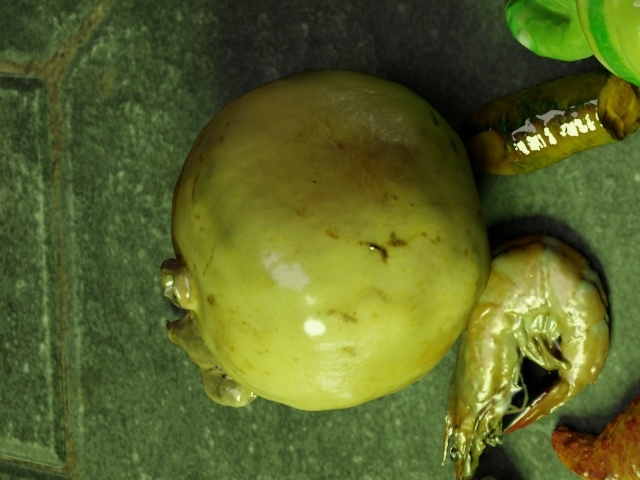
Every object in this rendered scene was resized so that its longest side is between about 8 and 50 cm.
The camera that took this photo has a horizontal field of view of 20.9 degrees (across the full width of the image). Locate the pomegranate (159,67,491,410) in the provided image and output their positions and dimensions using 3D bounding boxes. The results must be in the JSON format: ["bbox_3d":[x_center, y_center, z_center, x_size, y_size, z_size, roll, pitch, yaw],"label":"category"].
[{"bbox_3d":[0.000,0.000,1.682,0.333,0.332,0.332,8,105,33],"label":"pomegranate"}]

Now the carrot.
[{"bbox_3d":[0.219,-0.111,1.652,0.173,0.082,0.082,-14,92,36],"label":"carrot"}]

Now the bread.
[{"bbox_3d":[0.326,0.203,1.642,0.269,0.095,0.139,-33,74,38],"label":"bread"}]

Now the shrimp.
[{"bbox_3d":[0.203,0.133,1.735,0.152,0.063,0.287,18,109,18],"label":"shrimp"}]

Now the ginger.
[{"bbox_3d":[-0.080,0.108,1.915,0.214,0.059,0.133,-27,89,37],"label":"ginger"}]

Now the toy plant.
[{"bbox_3d":[0.247,-0.250,1.522,0.316,0.185,0.224,30,135,56],"label":"toy plant"}]

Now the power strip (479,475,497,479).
[{"bbox_3d":[0.201,0.319,1.770,0.076,0.028,0.169,-39,93,33],"label":"power strip"}]
